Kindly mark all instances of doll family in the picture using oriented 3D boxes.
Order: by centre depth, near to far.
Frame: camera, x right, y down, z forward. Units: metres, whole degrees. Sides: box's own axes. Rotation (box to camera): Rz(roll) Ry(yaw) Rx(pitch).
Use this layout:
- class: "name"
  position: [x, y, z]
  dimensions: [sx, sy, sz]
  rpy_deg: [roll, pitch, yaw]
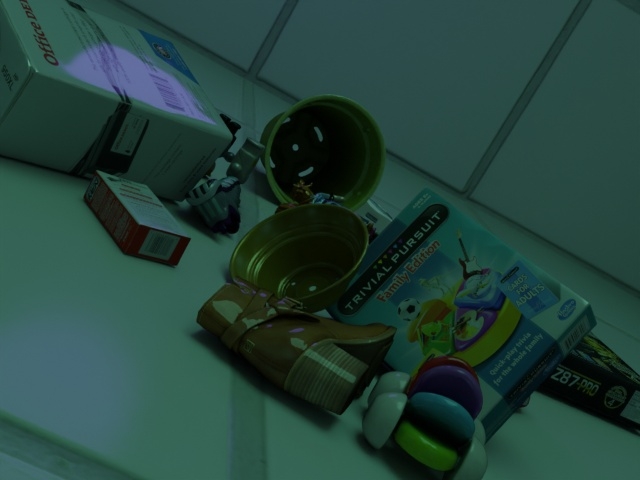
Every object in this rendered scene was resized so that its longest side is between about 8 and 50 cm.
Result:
- class: "doll family"
  position: [0.005, -0.038, 1.720]
  dimensions: [0.163, 0.118, 0.263]
  rpy_deg: [29, 33, 10]

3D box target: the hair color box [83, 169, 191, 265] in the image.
- class: "hair color box"
  position: [-0.269, -0.033, 1.373]
  dimensions: [0.093, 0.053, 0.167]
  rpy_deg: [17, 20, -42]

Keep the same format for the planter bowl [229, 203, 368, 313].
- class: "planter bowl"
  position: [-0.022, 0.046, 1.438]
  dimensions: [0.217, 0.217, 0.090]
  rpy_deg: [45, -19, 48]

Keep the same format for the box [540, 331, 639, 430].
- class: "box"
  position: [0.483, 0.229, 1.965]
  dimensions: [0.395, 0.097, 0.318]
  rpy_deg: [25, 11, -23]

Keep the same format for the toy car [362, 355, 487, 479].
- class: "toy car"
  position: [0.147, 0.214, 1.181]
  dimensions: [0.159, 0.136, 0.182]
  rpy_deg: [31, 13, 2]

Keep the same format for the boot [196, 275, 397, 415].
- class: "boot"
  position: [-0.027, 0.125, 1.254]
  dimensions: [0.220, 0.109, 0.283]
  rpy_deg: [29, 20, 12]

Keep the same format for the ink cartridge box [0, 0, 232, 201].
- class: "ink cartridge box"
  position: [-0.382, -0.247, 1.543]
  dimensions: [0.395, 0.166, 0.285]
  rpy_deg: [15, 34, -48]

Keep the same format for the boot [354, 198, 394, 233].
- class: "boot"
  position: [0.124, -0.063, 2.352]
  dimensions: [0.190, 0.069, 0.086]
  rpy_deg: [44, 9, 18]

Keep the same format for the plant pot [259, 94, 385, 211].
- class: "plant pot"
  position: [-0.025, -0.200, 2.160]
  dimensions: [0.276, 0.276, 0.254]
  rpy_deg: [26, 2, -21]

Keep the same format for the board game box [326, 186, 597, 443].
- class: "board game box"
  position: [0.196, 0.106, 1.417]
  dimensions: [0.336, 0.254, 0.079]
  rpy_deg: [40, -8, 36]

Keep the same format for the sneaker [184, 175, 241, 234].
- class: "sneaker"
  position: [-0.175, -0.053, 1.665]
  dimensions: [0.098, 0.083, 0.223]
  rpy_deg: [60, 11, -1]

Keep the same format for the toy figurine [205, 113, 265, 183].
- class: "toy figurine"
  position: [-0.234, -0.177, 1.813]
  dimensions: [0.209, 0.148, 0.213]
  rpy_deg: [27, 10, -42]

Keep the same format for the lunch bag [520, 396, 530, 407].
- class: "lunch bag"
  position: [0.228, 0.167, 1.608]
  dimensions: [0.293, 0.120, 0.258]
  rpy_deg: [19, 14, -48]

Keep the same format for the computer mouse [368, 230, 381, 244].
- class: "computer mouse"
  position: [0.188, 0.050, 1.925]
  dimensions: [0.188, 0.072, 0.272]
  rpy_deg: [40, 6, -4]
